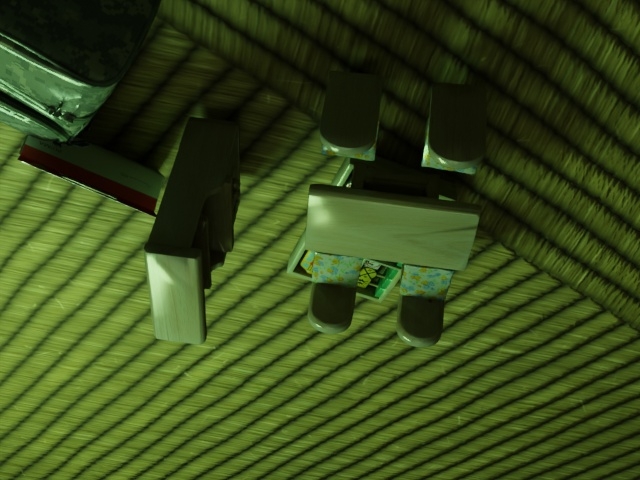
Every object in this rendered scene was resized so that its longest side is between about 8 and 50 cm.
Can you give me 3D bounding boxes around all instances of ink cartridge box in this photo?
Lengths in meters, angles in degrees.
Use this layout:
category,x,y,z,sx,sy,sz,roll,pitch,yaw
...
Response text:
category,x,y,z,sx,sy,sz,roll,pitch,yaw
ink cartridge box,-0.298,-0.098,1.229,0.189,0.066,0.232,23,177,-18

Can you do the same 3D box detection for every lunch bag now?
category,x,y,z,sx,sy,sz,roll,pitch,yaw
lunch bag,-0.364,-0.251,1.070,0.305,0.212,0.256,28,151,-22

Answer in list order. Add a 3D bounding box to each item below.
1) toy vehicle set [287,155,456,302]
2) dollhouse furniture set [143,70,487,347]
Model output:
category,x,y,z,sx,sy,sz,roll,pitch,yaw
toy vehicle set,0.071,-0.015,1.399,0.166,0.035,0.266,17,137,-12
dollhouse furniture set,0.000,0.000,1.204,0.395,0.256,0.362,8,138,2
